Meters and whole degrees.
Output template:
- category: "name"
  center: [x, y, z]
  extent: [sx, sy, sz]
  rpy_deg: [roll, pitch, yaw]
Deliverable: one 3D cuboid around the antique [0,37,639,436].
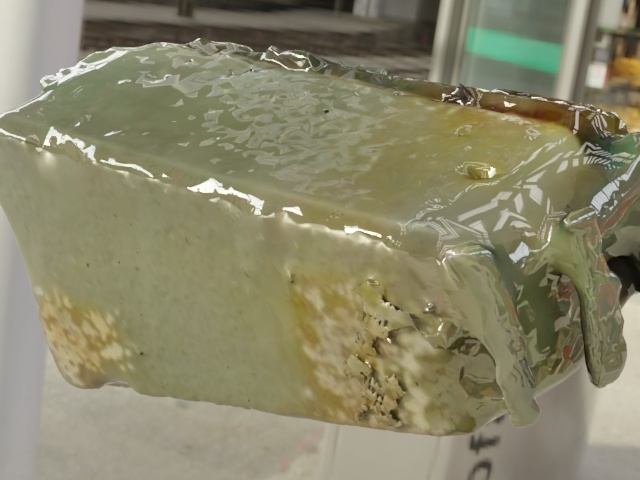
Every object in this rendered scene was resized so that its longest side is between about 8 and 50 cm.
- category: "antique"
  center: [0.000, 0.000, 0.511]
  extent: [0.284, 0.150, 0.125]
  rpy_deg: [8, 34, 40]
